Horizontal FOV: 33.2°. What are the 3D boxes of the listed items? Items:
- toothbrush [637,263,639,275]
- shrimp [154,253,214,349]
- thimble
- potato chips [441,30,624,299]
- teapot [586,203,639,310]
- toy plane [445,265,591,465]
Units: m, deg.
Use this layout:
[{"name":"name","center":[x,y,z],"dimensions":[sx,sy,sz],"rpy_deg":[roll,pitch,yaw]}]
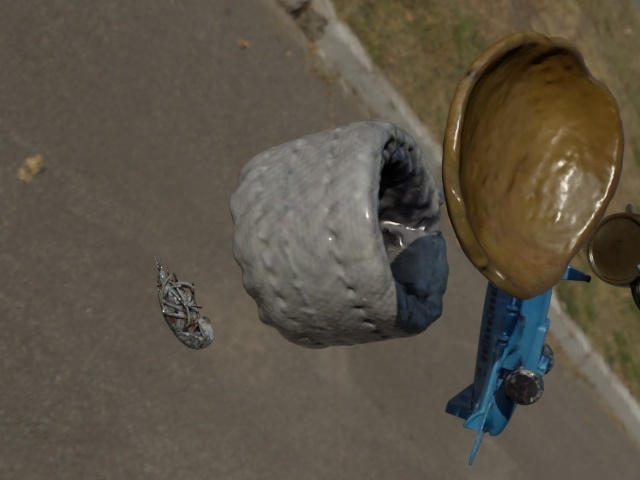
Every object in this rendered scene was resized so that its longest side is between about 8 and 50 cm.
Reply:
[{"name":"toothbrush","center":[0.437,-0.083,0.939],"dimensions":[0.040,0.386,0.040],"rpy_deg":[42,17,-16]},{"name":"shrimp","center":[-0.217,0.093,1.651],"dimensions":[0.165,0.065,0.056],"rpy_deg":[66,15,2]},{"name":"thimble","center":[0.025,-0.005,1.071],"dimensions":[0.245,0.157,0.217],"rpy_deg":[-17,97,-67]},{"name":"potato chips","center":[0.157,-0.059,0.851],"dimensions":[0.195,0.061,0.208],"rpy_deg":[-2,92,-37]},{"name":"teapot","center":[0.321,0.018,1.089],"dimensions":[0.068,0.076,0.121],"rpy_deg":[8,65,-45]},{"name":"toy plane","center":[0.214,0.108,1.187],"dimensions":[0.254,0.105,0.271],"rpy_deg":[-40,152,-65]}]
